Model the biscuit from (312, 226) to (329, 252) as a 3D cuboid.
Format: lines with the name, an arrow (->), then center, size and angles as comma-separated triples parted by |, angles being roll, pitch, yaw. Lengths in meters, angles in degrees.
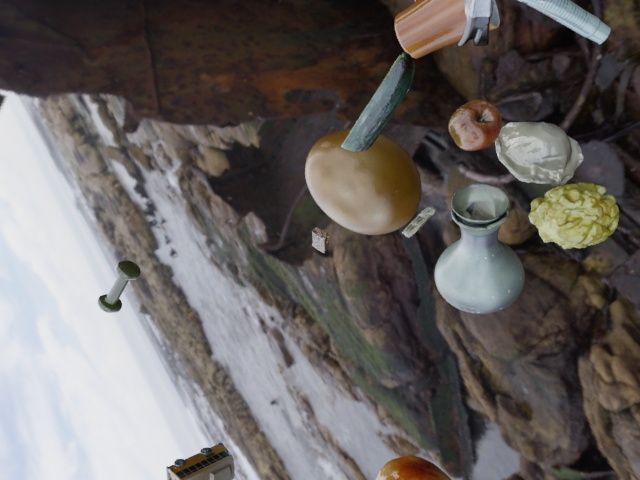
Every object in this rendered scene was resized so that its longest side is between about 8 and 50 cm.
biscuit -> 0.000, 0.000, 2.299 | 0.064, 0.034, 0.199 | 29, 166, 7

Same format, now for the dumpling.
dumpling -> 0.616, -0.244, 1.737 | 0.258, 0.193, 0.147 | 23, 163, 6

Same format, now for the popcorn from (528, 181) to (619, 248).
popcorn -> 0.709, -0.068, 1.706 | 0.217, 0.235, 0.181 | -10, -88, -72

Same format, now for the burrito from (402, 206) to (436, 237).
burrito -> 0.408, -0.080, 2.516 | 0.045, 0.185, 0.041 | 28, 156, 39

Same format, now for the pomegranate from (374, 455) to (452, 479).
pomegranate -> 0.218, 0.606, 1.400 | 0.209, 0.209, 0.209 | 52, 159, 28

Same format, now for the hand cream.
hand cream -> 0.630, -0.624, 1.615 | 0.331, 0.085, 0.058 | 24, -176, -15

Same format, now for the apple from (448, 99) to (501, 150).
apple -> 0.386, -0.284, 1.511 | 0.126, 0.126, 0.102 | 59, 166, 9

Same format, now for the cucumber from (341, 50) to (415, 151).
cucumber -> 0.134, -0.290, 1.277 | 0.063, 0.115, 0.244 | 31, 144, -3

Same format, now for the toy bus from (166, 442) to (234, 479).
toy bus -> -0.330, 0.652, 1.707 | 0.103, 0.182, 0.091 | 15, 112, 48

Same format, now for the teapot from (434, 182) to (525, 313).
teapot -> 0.315, 0.018, 1.199 | 0.183, 0.183, 0.251 | 45, 156, 42

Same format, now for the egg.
egg -> 0.122, -0.167, 1.724 | 0.351, 0.283, 0.282 | 26, 168, -14

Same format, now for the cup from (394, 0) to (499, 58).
cup -> 0.337, -0.621, 1.620 | 0.264, 0.182, 0.226 | -20, 60, 35

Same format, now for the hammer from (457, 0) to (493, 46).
hammer -> 0.202, -0.412, 0.860 | 0.427, 0.044, 0.152 | -84, -9, -50

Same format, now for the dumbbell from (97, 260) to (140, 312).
dumbbell -> -0.413, 0.095, 1.243 | 0.046, 0.052, 0.118 | 47, 117, 25
